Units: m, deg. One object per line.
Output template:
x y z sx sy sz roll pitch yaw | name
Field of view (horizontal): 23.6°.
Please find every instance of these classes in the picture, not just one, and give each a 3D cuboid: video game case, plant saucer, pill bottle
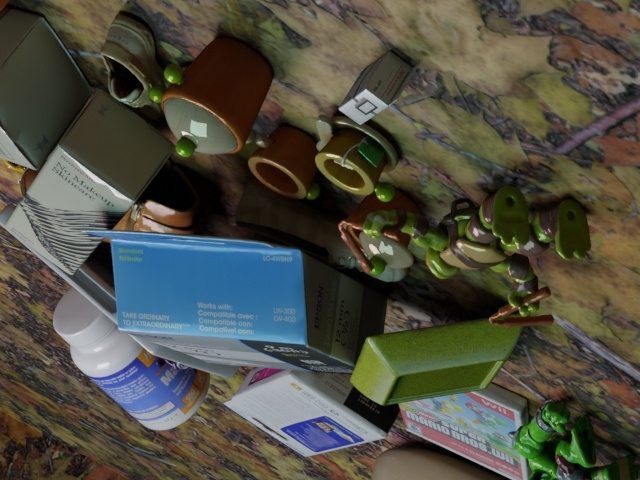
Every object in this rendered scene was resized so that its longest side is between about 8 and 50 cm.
0.195 0.242 2.114 0.204 0.025 0.285 23 158 21 | video game case
0.139 0.146 1.790 0.188 0.045 0.188 -8 160 -8 | plant saucer
-0.311 0.182 2.497 0.152 0.152 0.272 12 152 42 | pill bottle
-0.275 0.077 2.150 0.300 0.036 0.329 38 180 18 | video game case

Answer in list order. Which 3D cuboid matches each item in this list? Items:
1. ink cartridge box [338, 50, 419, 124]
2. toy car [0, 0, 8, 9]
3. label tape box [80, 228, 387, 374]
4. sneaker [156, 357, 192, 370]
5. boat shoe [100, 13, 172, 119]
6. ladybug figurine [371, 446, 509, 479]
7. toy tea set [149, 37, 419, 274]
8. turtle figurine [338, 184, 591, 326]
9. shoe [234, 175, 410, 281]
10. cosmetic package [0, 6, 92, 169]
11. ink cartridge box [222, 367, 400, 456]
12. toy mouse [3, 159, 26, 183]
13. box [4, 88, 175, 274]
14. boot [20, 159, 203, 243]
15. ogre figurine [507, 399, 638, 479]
0.053 -0.142 1.399 0.028 0.048 0.083 36 158 -12 | ink cartridge box
-0.427 -0.283 1.561 0.238 0.210 0.219 29 174 -30 | toy car
-0.098 0.077 1.800 0.249 0.115 0.347 3 170 24 | label tape box
-0.173 0.164 2.339 0.083 0.098 0.223 40 158 -21 | sneaker
-0.206 -0.176 1.663 0.063 0.059 0.170 23 158 20 | boat shoe
0.264 0.475 2.355 0.449 0.162 0.305 22 157 22 | ladybug figurine
-0.040 -0.071 1.582 0.336 0.124 0.200 32 159 -1 | toy tea set
0.171 0.005 1.521 0.269 0.087 0.217 27 157 -20 | turtle figurine
0.000 0.000 1.782 0.219 0.058 0.076 27 159 11 | shoe
-0.440 -0.207 1.821 0.296 0.129 0.153 20 155 29 | cosmetic package
-0.022 0.259 2.398 0.175 0.069 0.371 34 157 -10 | ink cartridge box
-0.382 -0.087 2.152 0.143 0.031 0.161 35 159 -9 | toy mouse
-0.275 -0.062 1.791 0.113 0.094 0.275 36 151 -7 | box
-0.270 -0.059 1.969 0.283 0.109 0.220 38 154 13 | boot
0.317 0.281 1.939 0.197 0.097 0.118 30 151 -31 | ogre figurine
